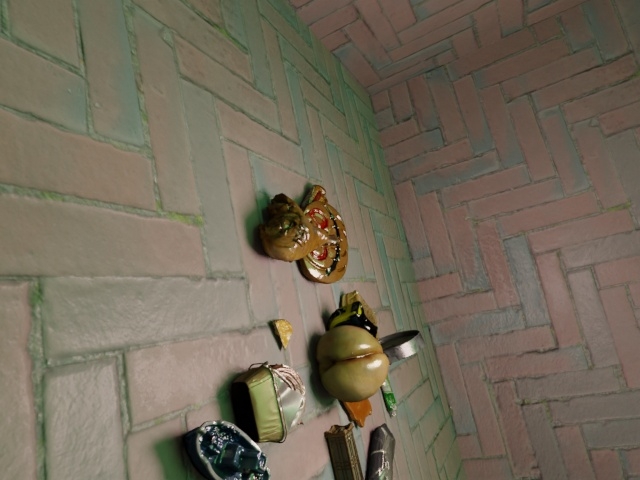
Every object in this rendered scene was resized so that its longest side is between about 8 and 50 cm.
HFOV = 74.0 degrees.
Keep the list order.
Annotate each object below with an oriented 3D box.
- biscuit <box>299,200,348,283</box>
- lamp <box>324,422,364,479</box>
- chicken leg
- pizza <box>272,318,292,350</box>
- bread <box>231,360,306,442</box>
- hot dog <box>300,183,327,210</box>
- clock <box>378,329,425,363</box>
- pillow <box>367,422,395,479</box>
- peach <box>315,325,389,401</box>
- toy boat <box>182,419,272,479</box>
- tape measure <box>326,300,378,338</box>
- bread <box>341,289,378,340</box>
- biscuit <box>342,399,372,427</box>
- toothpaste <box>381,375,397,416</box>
[{"bbox_3d":[0.001,0.000,1.808,0.314,0.063,0.367,19,62,-41],"label":"biscuit"},{"bbox_3d":[0.104,0.846,1.543,0.089,0.090,0.325,4,70,-64],"label":"lamp"},{"bbox_3d":[-0.079,-0.052,1.622,0.410,0.182,0.295,4,51,-51],"label":"chicken leg"},{"bbox_3d":[-0.133,0.325,1.460,0.123,0.027,0.108,35,47,-58],"label":"pizza"},{"bbox_3d":[-0.146,0.460,1.222,0.212,0.143,0.224,-5,79,-51],"label":"bread"},{"bbox_3d":[-0.026,-0.170,1.963,0.131,0.069,0.252,63,27,-21],"label":"hot dog"},{"bbox_3d":[0.327,0.500,1.973,0.319,0.319,0.066,-10,80,-66],"label":"clock"},{"bbox_3d":[0.266,0.940,1.823,0.335,0.093,0.161,-71,143,-54],"label":"pillow"},{"bbox_3d":[0.123,0.471,1.642,0.292,0.247,0.292,29,34,-22],"label":"peach"},{"bbox_3d":[-0.208,0.522,1.025,0.309,0.143,0.129,57,31,-34],"label":"toy boat"},{"bbox_3d":[0.124,0.356,1.800,0.199,0.186,0.112,58,23,-20],"label":"tape measure"},{"bbox_3d":[0.182,0.375,2.004,0.234,0.111,0.184,53,24,-36],"label":"bread"},{"bbox_3d":[0.147,0.687,1.800,0.280,0.043,0.183,42,35,-42],"label":"biscuit"},{"bbox_3d":[0.338,0.767,2.149,0.078,0.047,0.247,-12,84,-40],"label":"toothpaste"}]
